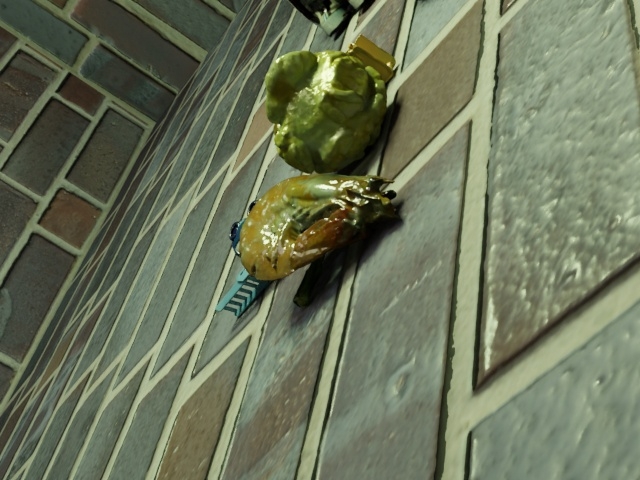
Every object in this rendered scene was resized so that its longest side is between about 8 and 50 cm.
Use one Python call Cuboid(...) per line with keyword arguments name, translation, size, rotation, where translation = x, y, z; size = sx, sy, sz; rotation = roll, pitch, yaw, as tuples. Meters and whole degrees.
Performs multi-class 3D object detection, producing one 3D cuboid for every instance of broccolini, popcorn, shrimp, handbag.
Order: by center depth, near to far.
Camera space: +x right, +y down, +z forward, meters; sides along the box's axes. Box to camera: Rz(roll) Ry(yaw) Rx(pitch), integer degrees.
Cuboid(name="shrimp", translation=(-0.003, -0.014, 1.024), size=(0.217, 0.051, 0.115), rotation=(-6, 62, 48))
Cuboid(name="broccolini", translation=(0.000, 0.000, 1.068), size=(0.030, 0.035, 0.140), rotation=(-37, 25, 62))
Cuboid(name="popcorn", translation=(0.009, -0.137, 1.185), size=(0.135, 0.162, 0.141), rotation=(-22, 43, -2))
Cuboid(name="handbag", translation=(0.044, -0.196, 1.289), size=(0.083, 0.061, 0.027), rotation=(-42, 22, 40))

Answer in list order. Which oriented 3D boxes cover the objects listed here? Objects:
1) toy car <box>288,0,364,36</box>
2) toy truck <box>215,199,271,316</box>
Cuboid(name="toy car", translation=(0.028, -0.448, 1.715), size=(0.158, 0.172, 0.235), rotation=(-46, 5, -31))
Cuboid(name="toy truck", translation=(-0.075, 0.020, 1.229), size=(0.136, 0.063, 0.074), rotation=(-50, 35, 35))
